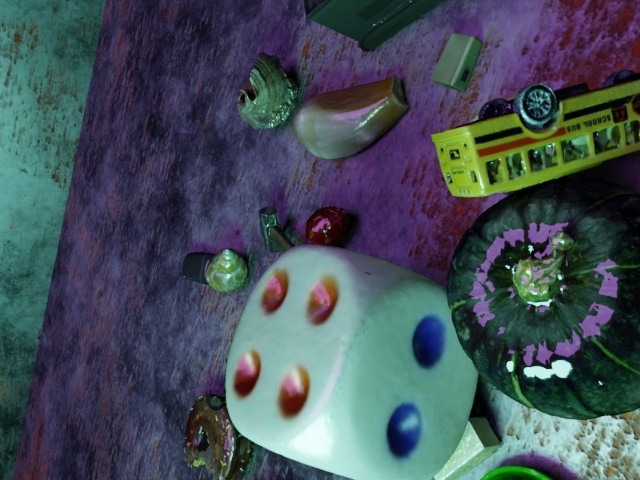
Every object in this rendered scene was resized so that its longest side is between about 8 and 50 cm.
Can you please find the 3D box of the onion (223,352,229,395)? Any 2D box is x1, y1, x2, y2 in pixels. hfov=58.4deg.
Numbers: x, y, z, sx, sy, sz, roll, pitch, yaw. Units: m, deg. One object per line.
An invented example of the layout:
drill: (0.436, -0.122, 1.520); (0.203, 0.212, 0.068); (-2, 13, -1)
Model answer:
onion: (-0.067, 0.250, 1.208); (0.314, 0.232, 0.314); (-38, 34, 31)

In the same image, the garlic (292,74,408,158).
garlic: (0.048, -0.261, 1.239); (0.318, 0.112, 0.143); (-9, 75, 36)

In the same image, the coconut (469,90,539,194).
coconut: (0.312, -0.155, 0.886); (0.147, 0.152, 0.147); (46, 154, 30)

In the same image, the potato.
potato: (0.233, 0.347, 0.949); (0.122, 0.086, 0.061); (-51, 48, 23)

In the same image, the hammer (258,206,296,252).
hammer: (-0.045, 0.045, 1.266); (0.365, 0.043, 0.111); (43, 147, 50)

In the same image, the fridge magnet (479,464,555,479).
fridge magnet: (0.304, 0.444, 0.849); (0.208, 0.088, 0.208); (-9, 78, 47)

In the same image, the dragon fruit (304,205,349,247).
dragon fruit: (0.000, 0.000, 1.258); (0.094, 0.094, 0.191); (56, 136, 37)

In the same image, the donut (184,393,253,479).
donut: (-0.260, 0.503, 1.468); (0.230, 0.095, 0.216); (-14, 72, 47)

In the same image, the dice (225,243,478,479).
dice: (0.053, 0.196, 0.911); (0.276, 0.304, 0.305); (5, 72, 49)

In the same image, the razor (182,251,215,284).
razor: (-0.349, 0.078, 1.657); (0.148, 0.054, 0.090); (5, 85, 48)

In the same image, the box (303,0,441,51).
box: (0.131, -0.580, 1.098); (0.345, 0.204, 0.251); (-24, 67, 44)

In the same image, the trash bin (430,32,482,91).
trash bin: (0.250, -0.329, 1.052); (0.061, 0.043, 0.092); (34, 108, 45)

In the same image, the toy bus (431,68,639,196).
toy bus: (0.325, -0.150, 0.754); (0.121, 0.335, 0.123); (-166, 61, -78)

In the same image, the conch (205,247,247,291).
conch: (-0.254, 0.079, 1.519); (0.173, 0.106, 0.116); (14, 76, 62)

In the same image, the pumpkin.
pumpkin: (0.327, 0.072, 0.760); (0.323, 0.241, 0.324); (-10, 75, 43)

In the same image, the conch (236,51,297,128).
conch: (-0.142, -0.363, 1.395); (0.162, 0.245, 0.179); (-4, 101, 10)
